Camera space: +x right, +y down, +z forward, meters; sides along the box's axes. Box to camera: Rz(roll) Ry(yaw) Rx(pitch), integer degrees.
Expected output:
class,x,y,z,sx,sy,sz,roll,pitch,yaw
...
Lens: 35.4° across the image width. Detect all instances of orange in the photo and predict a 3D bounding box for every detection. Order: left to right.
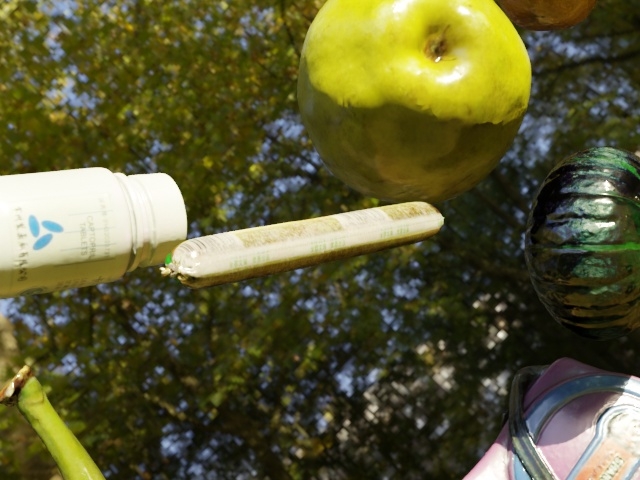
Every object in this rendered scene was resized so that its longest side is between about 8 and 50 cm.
class,x,y,z,sx,sy,sz,roll,pitch,yaw
orange,0.317,-0.350,1.394,0.170,0.160,0.112,68,-147,-48

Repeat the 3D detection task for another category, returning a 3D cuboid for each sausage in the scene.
class,x,y,z,sx,sy,sz,roll,pitch,yaw
sausage,0.000,0.000,0.678,0.269,0.033,0.032,-11,-43,-45

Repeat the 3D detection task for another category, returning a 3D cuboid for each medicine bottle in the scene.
class,x,y,z,sx,sy,sz,roll,pitch,yaw
medicine bottle,-0.351,-0.017,1.420,0.293,0.170,0.170,-9,-43,-33

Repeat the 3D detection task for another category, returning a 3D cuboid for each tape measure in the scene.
class,x,y,z,sx,sy,sz,roll,pitch,yaw
tape measure,0.286,0.252,1.081,0.231,0.245,0.149,-48,-24,-18

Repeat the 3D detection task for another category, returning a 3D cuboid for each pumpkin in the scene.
class,x,y,z,sx,sy,sz,roll,pitch,yaw
pumpkin,0.289,0.003,1.019,0.202,0.140,0.201,0,-90,-62

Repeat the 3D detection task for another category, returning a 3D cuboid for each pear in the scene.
class,x,y,z,sx,sy,sz,roll,pitch,yaw
pear,0.093,-0.162,1.095,0.253,0.253,0.307,-38,0,-19

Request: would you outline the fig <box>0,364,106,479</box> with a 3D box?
class,x,y,z,sx,sy,sz,roll,pitch,yaw
fig,-0.119,0.199,0.549,0.151,0.259,0.151,-25,-33,-18
